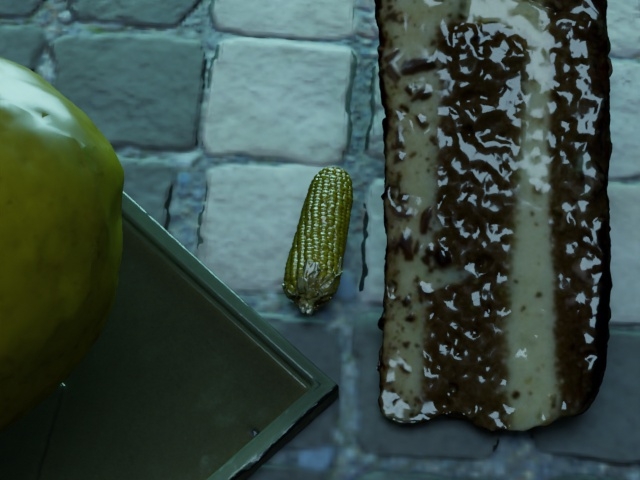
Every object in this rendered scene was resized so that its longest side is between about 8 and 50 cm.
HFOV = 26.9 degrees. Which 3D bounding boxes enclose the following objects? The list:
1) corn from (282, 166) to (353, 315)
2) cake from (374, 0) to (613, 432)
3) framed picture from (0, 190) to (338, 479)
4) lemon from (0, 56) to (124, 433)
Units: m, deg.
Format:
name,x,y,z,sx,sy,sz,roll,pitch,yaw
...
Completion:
name,x,y,z,sx,sy,sz,roll,pitch,yaw
corn,0.000,0.000,0.645,0.027,0.028,0.083,21,55,-13
cake,0.089,-0.031,0.664,0.112,0.135,0.246,-2,84,10
framed picture,-0.141,0.085,0.589,0.184,0.016,0.250,39,63,22
lemon,-0.176,0.012,0.524,0.207,0.170,0.170,-28,61,-20
